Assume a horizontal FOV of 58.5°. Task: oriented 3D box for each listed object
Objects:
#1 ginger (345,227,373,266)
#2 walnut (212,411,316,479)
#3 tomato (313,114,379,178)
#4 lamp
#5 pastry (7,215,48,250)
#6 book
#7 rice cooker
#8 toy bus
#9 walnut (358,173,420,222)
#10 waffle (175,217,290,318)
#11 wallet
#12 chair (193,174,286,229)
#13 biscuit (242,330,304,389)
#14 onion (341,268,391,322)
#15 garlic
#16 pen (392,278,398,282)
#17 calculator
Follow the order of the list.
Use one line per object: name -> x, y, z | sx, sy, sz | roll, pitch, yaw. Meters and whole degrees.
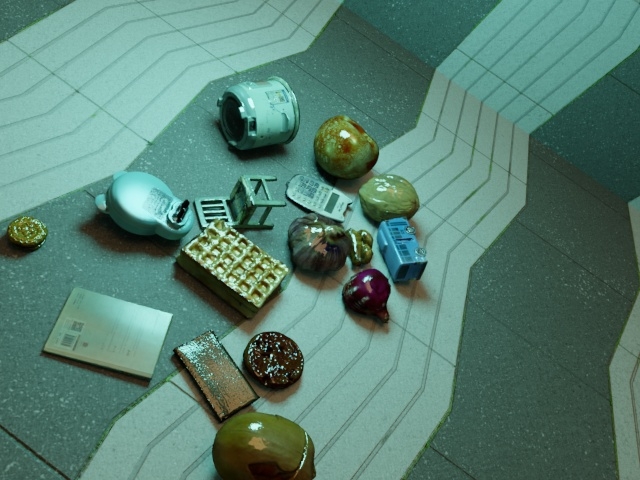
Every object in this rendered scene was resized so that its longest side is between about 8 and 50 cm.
ginger -> 0.147, 0.028, 2.096 | 0.103, 0.073, 0.162 | -1, 59, -13
walnut -> -0.127, 0.533, 1.421 | 0.297, 0.203, 0.203 | 29, 42, -28
tomato -> 0.093, -0.360, 2.294 | 0.270, 0.222, 0.270 | 39, 22, -19
lamp -> -0.531, -0.102, 1.770 | 0.284, 0.147, 0.209 | 18, 47, -3
pastry -> -0.823, -0.020, 1.606 | 0.097, 0.057, 0.109 | 44, 47, 3
book -> -0.562, 0.247, 1.540 | 0.282, 0.025, 0.215 | 20, 46, -12
rice cooker -> -0.223, -0.485, 2.194 | 0.316, 0.264, 0.317 | 0, 26, 0
toy bus -> 0.295, 0.029, 2.117 | 0.133, 0.116, 0.234 | -5, 48, -16
walnut -> 0.270, -0.161, 2.240 | 0.245, 0.198, 0.198 | 16, 44, 8
waffle -> -0.275, 0.080, 1.801 | 0.308, 0.091, 0.213 | 37, 44, 2
wallet -> -0.289, 0.371, 1.578 | 0.133, 0.039, 0.243 | -27, 69, -35
chair -> -0.273, -0.132, 1.945 | 0.270, 0.147, 0.136 | 0, 54, -31
biscuit -> -0.138, 0.349, 1.675 | 0.192, 0.049, 0.192 | 21, 41, -19
onion -> 0.181, 0.185, 1.931 | 0.198, 0.135, 0.173 | 46, 49, 11
garlic -> 0.000, 0.000, 1.971 | 0.245, 0.160, 0.245 | 15, 48, -17
pen -> 0.302, 0.084, 2.165 | 0.025, 0.025, 0.204 | 28, 44, -5
calculator -> -0.012, -0.165, 2.194 | 0.268, 0.040, 0.177 | 29, 44, -3
